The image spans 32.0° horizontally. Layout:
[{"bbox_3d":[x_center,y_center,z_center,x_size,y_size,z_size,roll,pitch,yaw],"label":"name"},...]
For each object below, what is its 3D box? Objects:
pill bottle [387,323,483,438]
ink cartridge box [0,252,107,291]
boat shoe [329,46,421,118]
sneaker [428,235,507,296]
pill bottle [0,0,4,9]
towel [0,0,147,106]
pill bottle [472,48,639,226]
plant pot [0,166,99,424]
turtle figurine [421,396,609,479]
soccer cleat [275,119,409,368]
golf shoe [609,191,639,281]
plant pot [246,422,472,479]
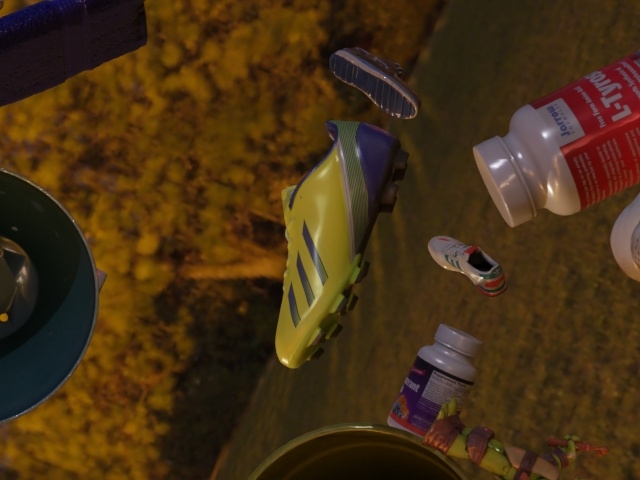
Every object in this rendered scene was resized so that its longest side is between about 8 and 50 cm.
[{"bbox_3d":[0.199,0.244,1.883,0.108,0.108,0.193,-119,53,-85],"label":"pill bottle"},{"bbox_3d":[-0.437,0.041,1.701,0.062,0.209,0.109,-52,13,20],"label":"ink cartridge box"},{"bbox_3d":[0.103,-0.271,1.843,0.066,0.183,0.066,-38,-24,-32],"label":"boat shoe"},{"bbox_3d":[0.241,0.024,1.838,0.057,0.161,0.075,-39,-37,-18],"label":"sneaker"},{"bbox_3d":[-0.719,-0.409,2.075,0.246,0.130,0.130,-35,15,17],"label":"pill bottle"},{"bbox_3d":[-0.412,-0.315,1.713,0.308,0.076,0.227,-27,-11,-17],"label":"towel"},{"bbox_3d":[0.508,-0.189,2.110,0.408,0.229,0.229,-26,8,2],"label":"pill bottle"},{"bbox_3d":[-0.401,0.058,1.289,0.195,0.290,0.290,-175,107,-80],"label":"plant pot"},{"bbox_3d":[0.237,0.265,1.323,0.269,0.217,0.087,-21,-45,-65],"label":"turtle figurine"},{"bbox_3d":[0.000,0.000,1.229,0.093,0.121,0.289,87,-155,-74],"label":"soccer cleat"},{"bbox_3d":[0.461,-0.075,1.262,0.306,0.115,0.140,-55,14,-7],"label":"golf shoe"},{"bbox_3d":[0.085,0.459,1.507,0.353,0.366,0.366,52,-123,-66],"label":"plant pot"}]
